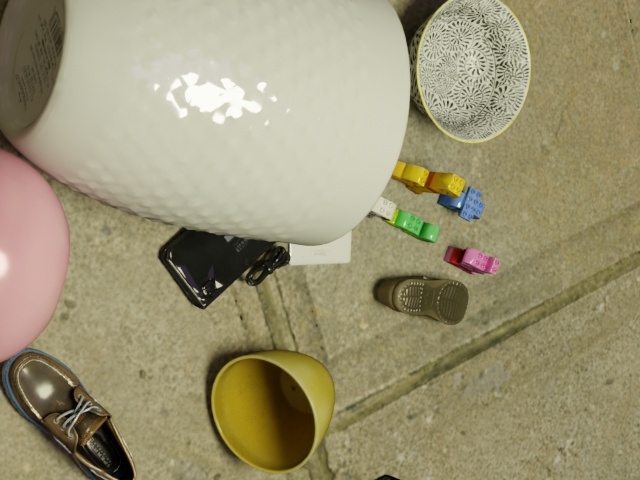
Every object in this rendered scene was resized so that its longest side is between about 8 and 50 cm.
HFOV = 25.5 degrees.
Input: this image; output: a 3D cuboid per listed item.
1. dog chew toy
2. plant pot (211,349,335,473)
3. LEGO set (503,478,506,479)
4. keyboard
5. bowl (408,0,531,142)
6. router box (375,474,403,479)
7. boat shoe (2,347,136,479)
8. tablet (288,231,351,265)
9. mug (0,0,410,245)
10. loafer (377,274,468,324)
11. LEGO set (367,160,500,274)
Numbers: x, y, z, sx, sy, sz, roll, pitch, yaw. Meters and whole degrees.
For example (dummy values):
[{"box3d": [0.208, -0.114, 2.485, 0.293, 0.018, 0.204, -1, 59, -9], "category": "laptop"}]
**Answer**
[{"box3d": [-0.393, -0.004, 1.229, 0.331, 0.206, 0.207, 15, 87, -26], "category": "dog chew toy"}, {"box3d": [-0.037, 0.172, 1.534, 0.095, 0.134, 0.134, -29, 113, -54], "category": "plant pot"}, {"box3d": [0.215, 0.336, 1.771, 0.054, 0.023, 0.083, 30, 79, -33], "category": "LEGO set"}, {"box3d": [-0.082, -0.002, 1.536, 0.180, 0.023, 0.108, -43, 109, -21], "category": "keyboard"}, {"box3d": [0.155, -0.200, 1.638, 0.170, 0.080, 0.170, -5, 99, -34], "category": "bowl"}, {"box3d": [0.034, 0.369, 1.640, 0.178, 0.046, 0.133, -21, 107, -30], "category": "router box"}, {"box3d": [-0.243, 0.178, 1.420, 0.066, 0.066, 0.183, -50, 119, -19], "category": "boat shoe"}, {"box3d": [0.000, 0.000, 1.601, 0.083, 0.006, 0.054, -2, 96, -34], "category": "tablet"}, {"box3d": [-0.134, -0.191, 1.356, 0.328, 0.276, 0.374, 8, 59, -35], "category": "mug"}, {"box3d": [0.122, 0.065, 1.667, 0.148, 0.050, 0.056, 17, 89, -50], "category": "loafer"}, {"box3d": [0.139, -0.037, 1.637, 0.227, 0.093, 0.087, 26, 80, -33], "category": "LEGO set"}]
